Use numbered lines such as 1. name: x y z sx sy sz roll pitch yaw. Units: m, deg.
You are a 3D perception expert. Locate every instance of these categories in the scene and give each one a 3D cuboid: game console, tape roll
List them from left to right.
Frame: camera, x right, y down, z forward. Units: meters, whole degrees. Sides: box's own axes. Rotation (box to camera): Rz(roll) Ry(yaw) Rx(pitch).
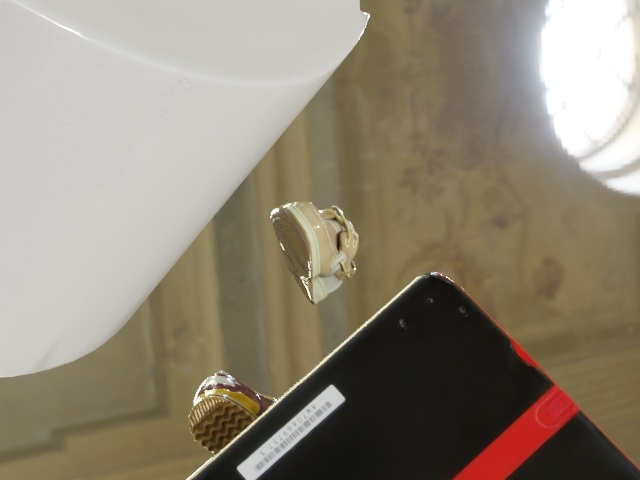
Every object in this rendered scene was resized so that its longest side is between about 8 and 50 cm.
1. tape roll: -0.130 -0.092 0.593 0.169 0.246 0.246 -47 -123 31
2. game console: 0.071 0.258 1.206 0.342 0.386 0.060 45 -14 18

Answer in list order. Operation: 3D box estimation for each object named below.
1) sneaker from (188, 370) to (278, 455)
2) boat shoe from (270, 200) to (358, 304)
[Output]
1. sneaker: -0.033 0.185 1.346 0.069 0.084 0.185 -41 -79 19
2. boat shoe: 0.000 0.000 0.976 0.050 0.045 0.135 56 -8 13
